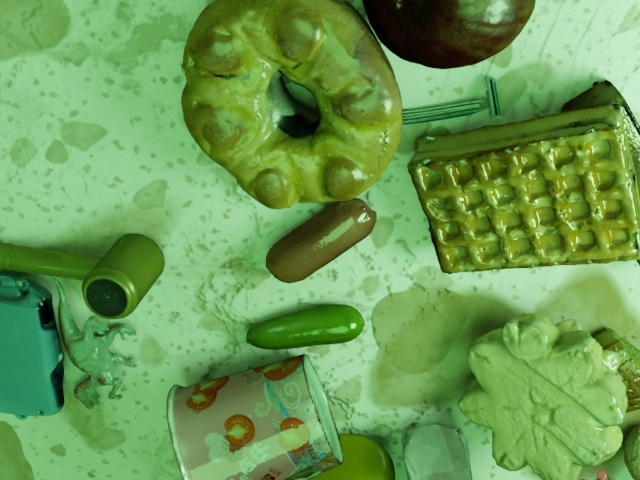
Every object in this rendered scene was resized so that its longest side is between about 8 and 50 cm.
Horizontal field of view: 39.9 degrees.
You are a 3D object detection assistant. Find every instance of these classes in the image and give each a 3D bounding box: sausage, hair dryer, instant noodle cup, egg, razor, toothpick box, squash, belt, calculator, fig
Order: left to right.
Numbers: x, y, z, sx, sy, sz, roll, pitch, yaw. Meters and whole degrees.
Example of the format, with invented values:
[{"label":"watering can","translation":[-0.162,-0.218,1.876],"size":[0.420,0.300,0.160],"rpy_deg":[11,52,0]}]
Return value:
[{"label":"calculator","translation":[-0.512,0.182,1.464],"size":[0.173,0.051,0.293],"rpy_deg":[5,118,6]},{"label":"hair dryer","translation":[-0.396,0.045,1.368],"size":[0.279,0.135,0.090],"rpy_deg":[8,117,7]},{"label":"instant noodle cup","translation":[-0.100,0.316,1.448],"size":[0.231,0.243,0.243],"rpy_deg":[-20,116,4]},{"label":"squash","translation":[-0.026,0.145,1.449],"size":[0.201,0.066,0.066],"rpy_deg":[-10,117,13]},{"label":"sausage","translation":[0.000,0.000,1.366],"size":[0.194,0.077,0.077],"rpy_deg":[-35,112,17]},{"label":"toothpick box","translation":[0.047,0.496,1.571],"size":[0.175,0.175,0.271],"rpy_deg":[-3,121,1]},{"label":"razor","translation":[0.165,-0.187,1.288],"size":[0.191,0.068,0.037],"rpy_deg":[-9,158,11]},{"label":"belt","translation":[0.215,0.463,1.520],"size":[0.115,0.227,0.324],"rpy_deg":[-10,119,3]},{"label":"fig","translation":[0.162,-0.336,1.127],"size":[0.235,0.214,0.235],"rpy_deg":[14,143,11]},{"label":"egg","translation":[0.590,0.377,1.539],"size":[0.118,0.116,0.140],"rpy_deg":[-1,124,27]}]

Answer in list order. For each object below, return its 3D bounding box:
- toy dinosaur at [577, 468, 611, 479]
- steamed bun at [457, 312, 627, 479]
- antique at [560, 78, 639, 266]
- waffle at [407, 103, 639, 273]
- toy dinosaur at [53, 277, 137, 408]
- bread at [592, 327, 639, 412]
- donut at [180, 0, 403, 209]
[{"label":"toy dinosaur","translation":[0.514,0.463,1.571],"size":[0.286,0.070,0.139],"rpy_deg":[-11,142,39]},{"label":"steamed bun","translation":[0.366,0.251,1.429],"size":[0.292,0.137,0.295],"rpy_deg":[-23,91,43]},{"label":"antique","translation":[0.461,-0.086,1.313],"size":[0.093,0.087,0.310],"rpy_deg":[-30,114,16]},{"label":"waffle","translation":[0.294,-0.066,1.268],"size":[0.308,0.091,0.213],"rpy_deg":[-7,119,27]},{"label":"toy dinosaur","translation":[-0.397,0.171,1.465],"size":[0.167,0.053,0.242],"rpy_deg":[-27,118,18]},{"label":"bread","translation":[0.505,0.227,1.475],"size":[0.156,0.086,0.125],"rpy_deg":[27,116,-11]},{"label":"donut","translation":[-0.034,-0.199,1.201],"size":[0.299,0.150,0.317],"rpy_deg":[6,121,8]}]
